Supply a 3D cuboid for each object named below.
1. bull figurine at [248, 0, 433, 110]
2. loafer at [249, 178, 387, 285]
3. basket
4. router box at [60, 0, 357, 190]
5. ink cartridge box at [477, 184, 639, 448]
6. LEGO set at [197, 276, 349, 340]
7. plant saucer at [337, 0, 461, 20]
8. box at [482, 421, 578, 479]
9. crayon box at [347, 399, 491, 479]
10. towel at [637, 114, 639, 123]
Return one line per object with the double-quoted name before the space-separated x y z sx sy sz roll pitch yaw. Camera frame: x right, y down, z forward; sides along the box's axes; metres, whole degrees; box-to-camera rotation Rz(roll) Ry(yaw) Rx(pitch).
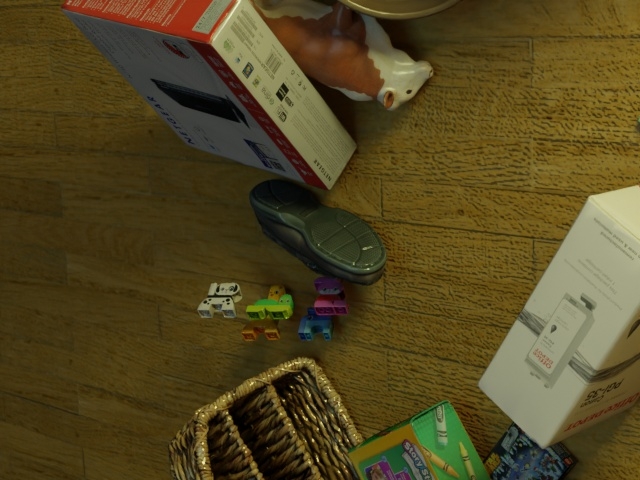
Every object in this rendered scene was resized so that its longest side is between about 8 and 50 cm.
"bull figurine" 0.003 -0.284 1.685 0.310 0.101 0.189 15 115 23
"loafer" 0.000 0.000 1.817 0.267 0.096 0.084 36 142 40
"basket" -0.067 0.356 1.865 0.223 0.213 0.299 -41 72 42
"router box" -0.148 -0.222 1.745 0.301 0.335 0.082 19 70 39
"ink cartridge box" 0.330 0.079 1.430 0.117 0.207 0.283 45 127 28
"LEGO set" -0.055 0.091 1.877 0.227 0.093 0.087 -2 137 17
"plant saucer" 0.097 -0.410 1.549 0.277 0.041 0.278 0 101 1
"box" 0.266 0.301 1.668 0.094 0.027 0.137 48 128 26
"crayon box" 0.166 0.374 1.717 0.165 0.081 0.279 -37 78 51
"towel" 0.405 -0.133 1.446 0.083 0.009 0.060 50 130 23
